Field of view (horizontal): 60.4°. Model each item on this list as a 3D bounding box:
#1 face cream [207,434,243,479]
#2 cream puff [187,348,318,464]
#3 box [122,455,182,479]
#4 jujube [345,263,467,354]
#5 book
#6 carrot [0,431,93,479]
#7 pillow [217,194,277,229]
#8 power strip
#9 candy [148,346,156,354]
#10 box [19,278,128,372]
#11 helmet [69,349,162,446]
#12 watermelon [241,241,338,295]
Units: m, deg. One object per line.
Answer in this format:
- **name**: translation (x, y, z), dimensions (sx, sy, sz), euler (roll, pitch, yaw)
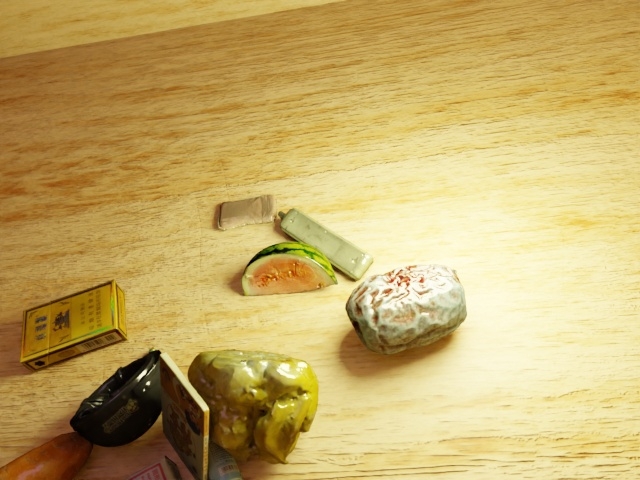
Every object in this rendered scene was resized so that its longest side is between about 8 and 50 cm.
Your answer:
- **face cream**: translation (-0.269, 0.518, 1.387), dimensions (0.075, 0.075, 0.229), euler (-26, 51, -9)
- **cream puff**: translation (-0.172, 0.403, 1.355), dimensions (0.324, 0.291, 0.258), euler (5, 79, -8)
- **box**: translation (-0.386, 0.632, 1.305), dimensions (0.133, 0.099, 0.182), euler (-27, 52, -12)
- **jujube**: translation (0.230, 0.177, 1.462), dimensions (0.316, 0.226, 0.226), euler (-17, 50, -5)
- **book**: translation (-0.330, 0.439, 1.331), dimensions (0.020, 0.296, 0.208), euler (-20, 43, -37)
- **carrot**: translation (-0.687, 0.581, 1.402), dimensions (0.159, 0.159, 0.225), euler (31, 51, 31)
- **pillow**: translation (-0.253, -0.099, 1.905), dimensions (0.211, 0.034, 0.135), euler (-7, 47, 5)
- **power strip**: translation (0.000, 0.000, 1.747), dimensions (0.387, 0.066, 0.092), euler (34, 82, 31)
- **candy**: translation (-0.505, 0.353, 1.610), dimensions (0.025, 0.023, 0.083), euler (14, 66, 13)
- **box**: translation (-0.756, 0.261, 1.694), dimensions (0.301, 0.084, 0.193), euler (-19, 50, -3)
- **helmet**: translation (-0.498, 0.430, 1.439), dimensions (0.278, 0.161, 0.230), euler (-34, 12, -12)
- **watermelon**: translation (-0.108, 0.067, 1.648), dimensions (0.303, 0.128, 0.159), euler (-7, 70, 13)
